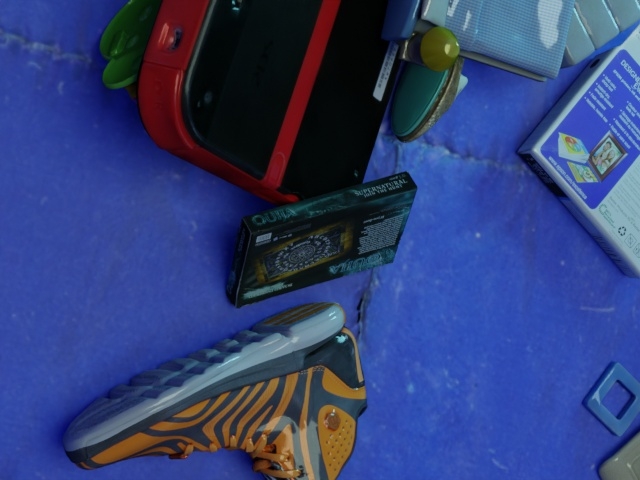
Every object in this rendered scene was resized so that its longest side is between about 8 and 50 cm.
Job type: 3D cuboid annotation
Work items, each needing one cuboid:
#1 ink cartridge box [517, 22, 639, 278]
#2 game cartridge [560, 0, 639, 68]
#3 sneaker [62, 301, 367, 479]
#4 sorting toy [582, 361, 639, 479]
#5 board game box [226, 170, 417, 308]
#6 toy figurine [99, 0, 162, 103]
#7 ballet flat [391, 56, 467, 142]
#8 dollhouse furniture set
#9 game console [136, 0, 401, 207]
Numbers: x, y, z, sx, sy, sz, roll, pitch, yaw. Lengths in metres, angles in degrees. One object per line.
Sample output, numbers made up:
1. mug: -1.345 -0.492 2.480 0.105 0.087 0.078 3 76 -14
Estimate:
1. ink cartridge box: 0.348 -0.102 2.074 0.206 0.045 0.208 47 75 -19
2. game cartridge: 0.255 -0.388 2.012 0.230 0.068 0.355 -34 106 -15
3. sneaker: -0.084 0.196 1.849 0.321 0.124 0.180 -22 101 -22
4. sorting toy: 0.432 0.271 2.133 0.196 0.047 0.347 -37 107 -19
5. board game box: 0.000 0.000 1.886 0.186 0.126 0.026 -15 57 -23
6. toy figurine: -0.121 -0.150 1.812 0.159 0.130 0.173 52 35 -30
7. ballet flat: 0.133 -0.194 1.961 0.067 0.073 0.206 19 88 -44
8. dollhouse furniture set: 0.252 -0.283 1.867 0.286 0.198 0.303 16 85 -28
9. game console: -0.017 -0.234 1.821 0.342 0.060 0.386 27 79 -56
